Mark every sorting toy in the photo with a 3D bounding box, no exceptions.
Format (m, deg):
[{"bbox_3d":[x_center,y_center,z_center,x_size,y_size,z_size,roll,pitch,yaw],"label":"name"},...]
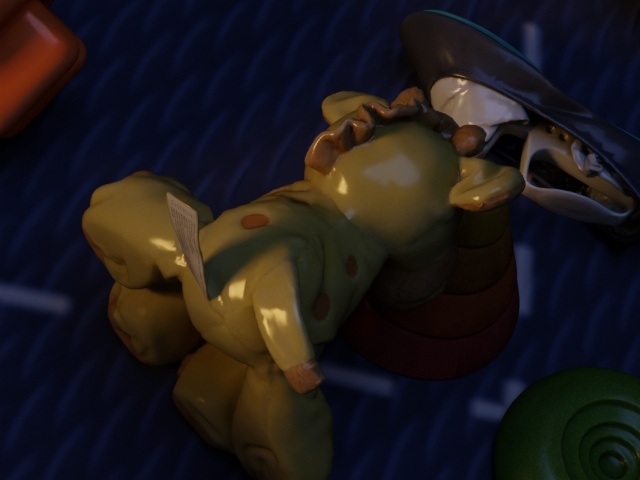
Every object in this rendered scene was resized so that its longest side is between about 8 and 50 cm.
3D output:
[{"bbox_3d":[0.152,0.083,0.871,0.127,0.126,0.365,-34,72,-30],"label":"sorting toy"}]

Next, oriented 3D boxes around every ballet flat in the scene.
[{"bbox_3d":[0.124,-0.063,0.987,0.203,0.074,0.074,34,57,3],"label":"ballet flat"}]

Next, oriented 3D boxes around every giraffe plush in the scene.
[{"bbox_3d":[0.000,0.000,0.820,0.170,0.210,0.181,-35,72,-24],"label":"giraffe plush"}]

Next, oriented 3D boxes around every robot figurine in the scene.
[{"bbox_3d":[-0.228,-0.152,0.894,0.219,0.128,0.158,44,39,-5],"label":"robot figurine"}]
